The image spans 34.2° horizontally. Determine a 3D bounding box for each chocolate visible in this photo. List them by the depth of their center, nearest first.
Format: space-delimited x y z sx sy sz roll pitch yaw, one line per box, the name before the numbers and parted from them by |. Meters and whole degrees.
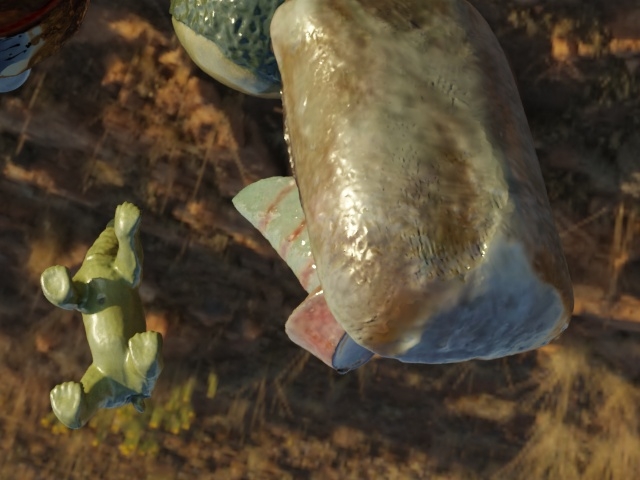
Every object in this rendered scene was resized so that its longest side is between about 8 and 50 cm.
chocolate | 0.075 -0.067 0.738 0.185 0.303 0.100 -5 153 -17

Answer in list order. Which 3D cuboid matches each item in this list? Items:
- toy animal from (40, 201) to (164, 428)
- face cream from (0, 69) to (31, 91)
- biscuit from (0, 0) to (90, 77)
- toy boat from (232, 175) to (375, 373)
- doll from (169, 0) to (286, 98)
toy animal | -0.185 0.060 0.938 0.103 0.219 0.101 -15 160 6
face cream | -0.611 -0.370 1.893 0.252 0.101 0.101 48 178 41
biscuit | -0.510 -0.385 1.400 0.407 0.407 0.091 18 145 -8
toy boat | 0.000 0.000 1.220 0.096 0.206 0.282 27 -164 -51
doll | -0.012 -0.325 1.158 0.247 0.247 0.349 21 108 -14
